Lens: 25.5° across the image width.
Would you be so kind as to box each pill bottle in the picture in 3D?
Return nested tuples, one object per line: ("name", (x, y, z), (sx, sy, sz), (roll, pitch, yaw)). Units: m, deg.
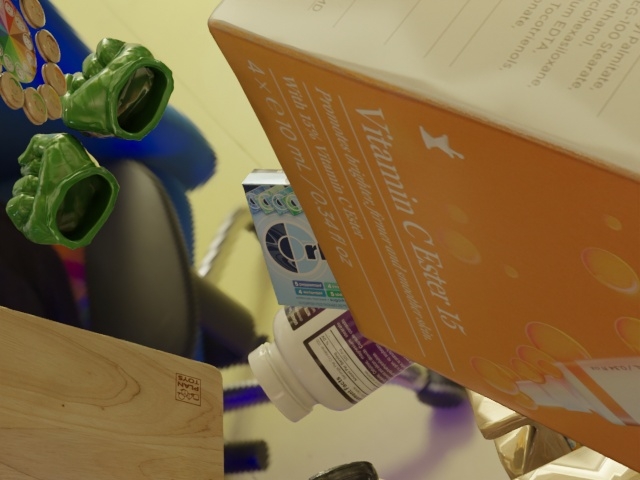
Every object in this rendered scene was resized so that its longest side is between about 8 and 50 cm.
("pill bottle", (0.059, 0.126, 2.076), (0.323, 0.181, 0.181), (-35, 55, 7))

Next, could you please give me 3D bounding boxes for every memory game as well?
("memory game", (-0.297, -0.199, 1.365), (0.012, 0.186, 0.186), (-21, 58, 15))

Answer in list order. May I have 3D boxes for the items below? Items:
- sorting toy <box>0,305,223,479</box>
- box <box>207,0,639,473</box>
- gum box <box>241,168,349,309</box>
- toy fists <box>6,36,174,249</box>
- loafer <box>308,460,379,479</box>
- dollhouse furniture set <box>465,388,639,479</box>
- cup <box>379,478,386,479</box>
("sorting toy", (-0.201, 0.191, 1.009), (0.089, 0.257, 0.256), (-40, 42, 42))
("box", (0.164, -0.017, 0.510), (0.345, 0.215, 0.168), (24, 65, 34))
("gum box", (0.000, 0.000, 1.742), (0.156, 0.184, 0.041), (3, 34, 28))
("toy fists", (-0.294, -0.124, 1.747), (0.142, 0.096, 0.279), (20, 82, 55))
("loafer", (-0.021, 0.341, 1.678), (0.223, 0.076, 0.078), (-29, 55, -11))
("dollhouse furniture set", (0.314, 0.199, 1.269), (0.256, 0.362, 0.394), (-27, 32, 9))
("cup", (0.082, 0.441, 1.779), (0.331, 0.331, 0.237), (-41, 92, 3))
